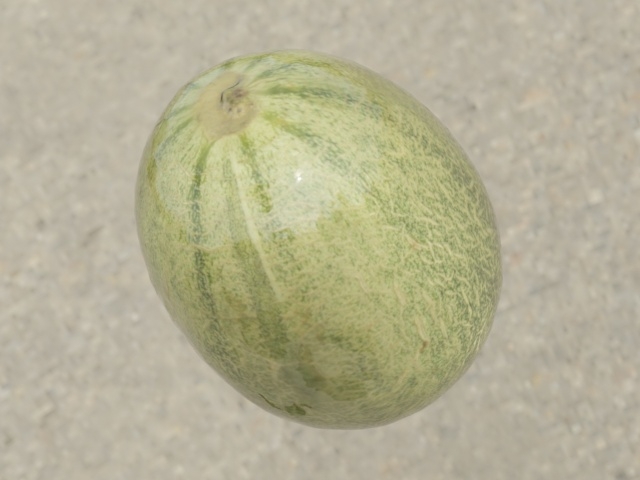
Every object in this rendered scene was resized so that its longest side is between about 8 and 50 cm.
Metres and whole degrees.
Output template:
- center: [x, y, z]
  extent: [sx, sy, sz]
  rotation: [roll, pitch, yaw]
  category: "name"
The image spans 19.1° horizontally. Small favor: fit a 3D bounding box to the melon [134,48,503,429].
- center: [0.000, 0.000, 1.381]
  extent: [0.249, 0.329, 0.248]
  rotation: [-14, 53, 19]
  category: "melon"
